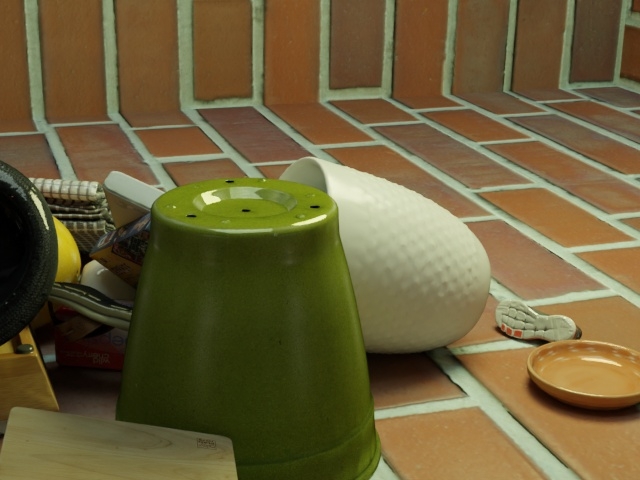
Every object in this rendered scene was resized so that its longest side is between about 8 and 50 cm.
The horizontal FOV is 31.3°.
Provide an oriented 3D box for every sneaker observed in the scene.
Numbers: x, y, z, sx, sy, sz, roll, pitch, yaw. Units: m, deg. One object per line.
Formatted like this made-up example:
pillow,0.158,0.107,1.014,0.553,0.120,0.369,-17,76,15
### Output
sneaker,0.364,0.144,1.906,0.157,0.061,0.065,19,-1,41

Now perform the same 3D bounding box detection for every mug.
mug,0.067,0.050,1.842,0.328,0.276,0.374,15,-15,-25

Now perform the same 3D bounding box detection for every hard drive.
hard drive,-0.233,0.019,1.835,0.203,0.307,0.040,24,65,12

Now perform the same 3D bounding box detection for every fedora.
fedora,-0.524,0.035,1.585,0.333,0.334,0.152,0,-14,-3

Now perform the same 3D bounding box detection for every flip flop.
flip flop,-0.337,0.119,1.682,0.277,0.080,0.112,18,4,12

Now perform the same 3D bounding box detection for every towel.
towel,-0.486,-0.035,2.152,0.234,0.121,0.284,3,-8,4

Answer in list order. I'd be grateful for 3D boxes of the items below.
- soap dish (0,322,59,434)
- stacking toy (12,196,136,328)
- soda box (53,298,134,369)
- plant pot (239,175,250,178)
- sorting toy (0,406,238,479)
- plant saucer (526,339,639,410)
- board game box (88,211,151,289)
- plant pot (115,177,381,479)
soap dish,-0.514,0.175,1.650,0.228,0.118,0.291,-6,21,-19
stacking toy,-0.516,0.037,1.863,0.479,0.351,0.351,14,16,-12
soda box,-0.277,0.148,1.778,0.263,0.092,0.083,3,19,6
plant pot,-0.220,0.012,2.052,0.230,0.215,0.215,-11,17,9
sorting toy,-0.220,0.290,1.218,0.257,0.089,0.255,11,16,-12
plant saucer,0.412,0.206,1.726,0.199,0.037,0.200,0,20,0
board game box,-0.246,0.036,1.779,0.243,0.165,0.042,-17,39,57
plant pot,-0.099,0.113,1.490,0.366,0.353,0.366,0,19,0
